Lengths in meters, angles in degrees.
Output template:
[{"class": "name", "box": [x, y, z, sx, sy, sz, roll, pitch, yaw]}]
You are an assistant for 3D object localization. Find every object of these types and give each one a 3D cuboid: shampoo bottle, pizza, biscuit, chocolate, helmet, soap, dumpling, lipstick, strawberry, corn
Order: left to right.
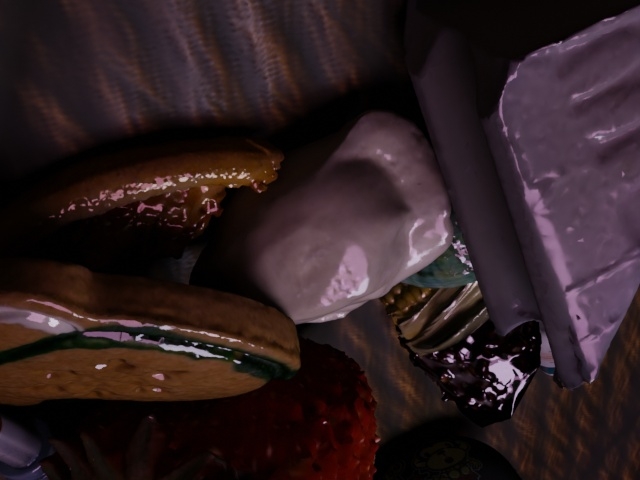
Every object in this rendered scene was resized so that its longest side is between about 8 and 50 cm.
[{"class": "lipstick", "box": [-0.276, 0.192, 1.378, 0.068, 0.061, 0.274, -28, 154, 6]}, {"class": "biscuit", "box": [-0.190, 0.090, 1.168, 0.287, 0.057, 0.344, -18, 156, 40]}, {"class": "pizza", "box": [-0.156, -0.017, 1.140, 0.271, 0.056, 0.134, -14, 141, -27]}, {"class": "strawberry", "box": [-0.074, 0.239, 1.406, 0.343, 0.292, 0.292, -13, 151, -51]}, {"class": "dumpling", "box": [0.000, 0.000, 1.237, 0.250, 0.132, 0.162, -38, 113, 19]}, {"class": "helmet", "box": [0.159, 0.350, 1.993, 0.231, 0.160, 0.279, -26, 166, -9]}, {"class": "chocolate", "box": [0.141, 0.110, 1.601, 0.133, 0.156, 0.156, 14, 132, -34]}, {"class": "corn", "box": [0.182, -0.010, 1.421, 0.305, 0.123, 0.122, -40, 154, 22]}, {"class": "shampoo bottle", "box": [0.282, 0.122, 1.809, 0.074, 0.074, 0.192, -29, 154, -3]}, {"class": "soap", "box": [0.231, -0.081, 1.160, 0.258, 0.159, 0.302, -28, 119, -16]}]

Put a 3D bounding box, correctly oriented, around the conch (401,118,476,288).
[{"class": "conch", "box": [0.107, -0.034, 1.309, 0.176, 0.122, 0.188, 6, 139, -7]}]
